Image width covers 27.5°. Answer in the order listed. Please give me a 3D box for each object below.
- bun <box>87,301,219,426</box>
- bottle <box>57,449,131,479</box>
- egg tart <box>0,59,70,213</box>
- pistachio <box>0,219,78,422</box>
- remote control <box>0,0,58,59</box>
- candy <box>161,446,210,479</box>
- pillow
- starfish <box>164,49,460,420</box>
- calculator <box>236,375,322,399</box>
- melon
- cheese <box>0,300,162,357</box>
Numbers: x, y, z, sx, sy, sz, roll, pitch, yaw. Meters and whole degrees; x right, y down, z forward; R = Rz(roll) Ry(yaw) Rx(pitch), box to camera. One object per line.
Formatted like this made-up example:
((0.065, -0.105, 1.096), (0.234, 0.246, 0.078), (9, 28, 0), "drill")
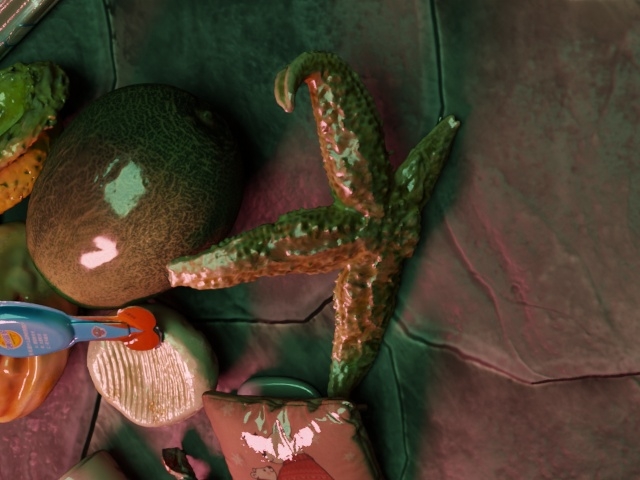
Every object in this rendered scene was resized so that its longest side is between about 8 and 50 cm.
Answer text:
((-0.222, 0.160, 1.773), (0.183, 0.102, 0.183), (6, 113, 14), "bun")
((-0.273, 0.413, 1.831), (0.233, 0.110, 0.110), (48, 112, 9), "bottle")
((-0.441, -0.130, 1.771), (0.288, 0.288, 0.118), (-25, 125, 24), "egg tart")
((-0.457, 0.119, 1.816), (0.230, 0.230, 0.309), (34, 116, 15), "pistachio")
((-0.433, -0.354, 1.804), (0.335, 0.065, 0.128), (-40, 80, 23), "remote control")
((-0.132, 0.402, 1.781), (0.059, 0.086, 0.292), (-39, 81, 13), "candy")
((-0.026, 0.288, 1.704), (0.236, 0.084, 0.223), (-2, 121, 25), "pillow")
((0.000, 0.000, 1.593), (0.324, 0.082, 0.432), (17, 107, -26), "starfish")
((-0.065, 0.230, 1.763), (0.153, 0.021, 0.095), (-4, 96, 20), "calculator")
((-0.240, -0.051, 1.673), (0.248, 0.248, 0.329), (49, 118, 9), "melon")
((-0.331, 0.113, 1.675), (0.256, 0.037, 0.106), (-1, 136, 0), "cheese")
